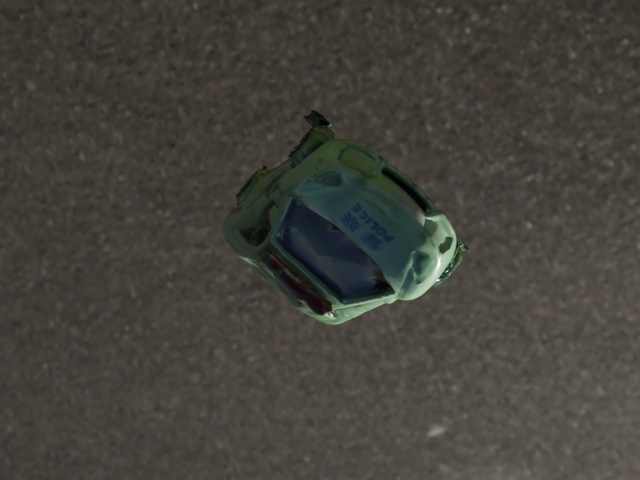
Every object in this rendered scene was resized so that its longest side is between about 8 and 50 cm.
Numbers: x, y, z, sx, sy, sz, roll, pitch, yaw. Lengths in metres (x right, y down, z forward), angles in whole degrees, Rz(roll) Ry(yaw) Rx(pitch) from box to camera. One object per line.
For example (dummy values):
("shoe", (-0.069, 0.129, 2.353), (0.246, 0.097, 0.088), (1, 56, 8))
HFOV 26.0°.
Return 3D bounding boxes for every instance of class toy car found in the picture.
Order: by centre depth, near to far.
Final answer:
("toy car", (0.000, 0.000, 0.644), (0.058, 0.093, 0.186), (-49, -173, -17))
